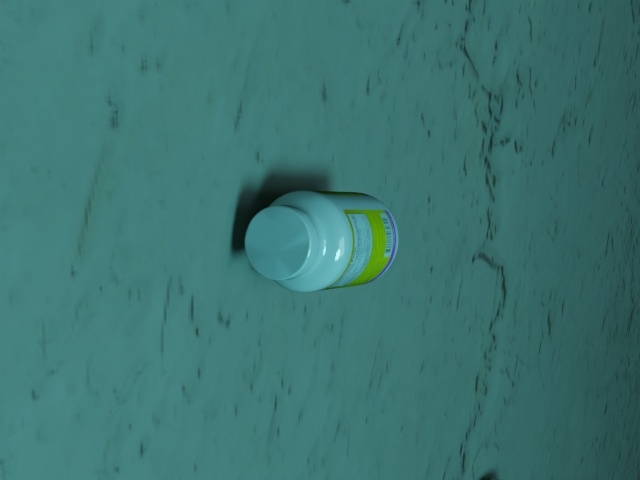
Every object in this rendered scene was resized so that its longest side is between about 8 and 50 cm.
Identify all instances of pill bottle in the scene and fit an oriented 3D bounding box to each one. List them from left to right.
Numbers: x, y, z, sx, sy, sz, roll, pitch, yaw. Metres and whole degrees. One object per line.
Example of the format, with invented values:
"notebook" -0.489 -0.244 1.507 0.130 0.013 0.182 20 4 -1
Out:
"pill bottle" 0.000 0.000 0.533 0.083 0.043 0.043 -2 101 -65

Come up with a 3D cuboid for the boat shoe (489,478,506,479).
"boat shoe" 0.121 0.217 0.852 0.184 0.063 0.066 -9 107 -64
